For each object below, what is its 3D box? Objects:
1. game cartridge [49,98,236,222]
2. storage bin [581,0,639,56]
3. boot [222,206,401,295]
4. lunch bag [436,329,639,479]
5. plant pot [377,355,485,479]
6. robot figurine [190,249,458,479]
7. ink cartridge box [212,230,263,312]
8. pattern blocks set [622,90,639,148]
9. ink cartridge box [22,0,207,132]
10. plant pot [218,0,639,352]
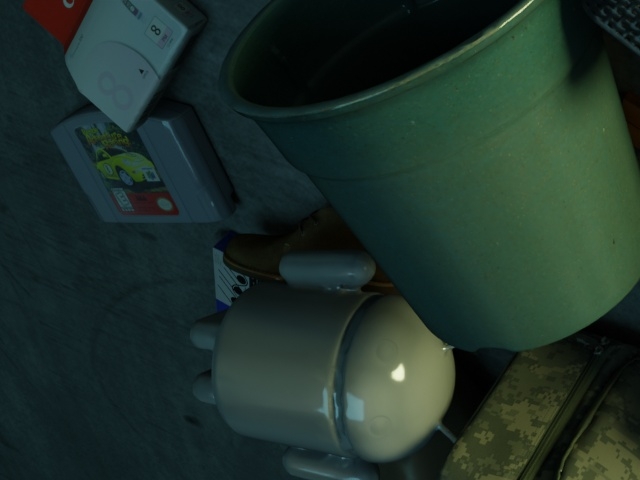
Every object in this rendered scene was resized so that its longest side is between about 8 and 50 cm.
[{"bbox_3d":[-0.270,-0.116,1.467,0.294,0.060,0.196,0,122,41],"label":"game cartridge"},{"bbox_3d":[0.294,-0.202,0.748,0.122,0.180,0.084,41,141,9],"label":"storage bin"},{"bbox_3d":[0.000,0.000,1.320,0.305,0.112,0.115,5,112,31],"label":"boot"},{"bbox_3d":[0.307,0.261,1.128,0.256,0.305,0.212,22,141,29],"label":"lunch bag"},{"bbox_3d":[0.155,0.283,1.354,0.263,0.263,0.229,-14,97,48],"label":"plant pot"},{"bbox_3d":[0.011,0.155,1.213,0.354,0.200,0.299,6,106,30],"label":"robot figurine"},{"bbox_3d":[-0.110,0.089,1.529,0.097,0.046,0.207,26,140,22],"label":"ink cartridge box"},{"bbox_3d":[0.397,-0.127,0.890,0.325,0.026,0.285,50,142,-9],"label":"pattern blocks set"},{"bbox_3d":[-0.280,-0.281,1.277,0.232,0.066,0.189,39,127,-2],"label":"ink cartridge box"},{"bbox_3d":[0.139,-0.095,0.930,0.341,0.341,0.334,-2,133,42],"label":"plant pot"}]
